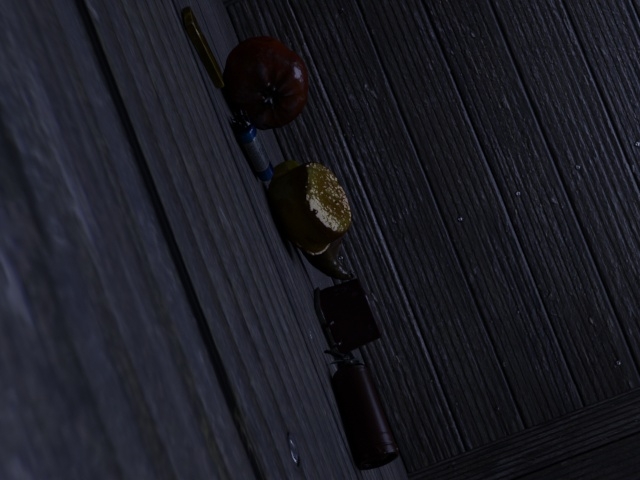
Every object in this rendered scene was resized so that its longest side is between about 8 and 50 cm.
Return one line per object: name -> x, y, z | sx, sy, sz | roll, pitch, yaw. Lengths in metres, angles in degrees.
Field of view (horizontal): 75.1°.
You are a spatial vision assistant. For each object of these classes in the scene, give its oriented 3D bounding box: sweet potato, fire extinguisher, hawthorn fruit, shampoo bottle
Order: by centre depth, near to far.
fire extinguisher -> 0.085, 0.372, 0.964 | 0.105, 0.104, 0.269 | 67, 3, -48
shampoo bottle -> -0.170, -0.238, 1.037 | 0.183, 0.050, 0.087 | 68, 4, -46
hawthorn fruit -> -0.162, -0.449, 1.163 | 0.242, 0.241, 0.272 | 67, -1, -46
sweet potato -> -0.020, -0.003, 1.396 | 0.423, 0.130, 0.131 | 60, 5, -30

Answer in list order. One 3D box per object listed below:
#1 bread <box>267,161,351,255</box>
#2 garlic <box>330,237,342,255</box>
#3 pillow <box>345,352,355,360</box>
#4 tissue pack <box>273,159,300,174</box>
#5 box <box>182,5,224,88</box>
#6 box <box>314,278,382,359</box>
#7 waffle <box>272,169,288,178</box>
bread -> -0.021, -0.095, 1.188 | 0.268, 0.145, 0.269 | 30, 48, -39
garlic -> 0.000, 0.000, 1.967 | 0.160, 0.191, 0.214 | 40, -4, 35
pillow -> 0.100, 0.424, 1.340 | 0.208, 0.055, 0.142 | -79, 148, -84
tissue pack -> -0.111, -0.238, 1.705 | 0.178, 0.127, 0.123 | 68, -1, -51
box -> -0.263, -0.431, 0.938 | 0.156, 0.022, 0.089 | 66, 2, -54
box -> 0.088, 0.244, 1.380 | 0.294, 0.167, 0.194 | -98, 169, -82
waffle -> -0.139, -0.230, 1.516 | 0.083, 0.075, 0.029 | 139, -64, -77
